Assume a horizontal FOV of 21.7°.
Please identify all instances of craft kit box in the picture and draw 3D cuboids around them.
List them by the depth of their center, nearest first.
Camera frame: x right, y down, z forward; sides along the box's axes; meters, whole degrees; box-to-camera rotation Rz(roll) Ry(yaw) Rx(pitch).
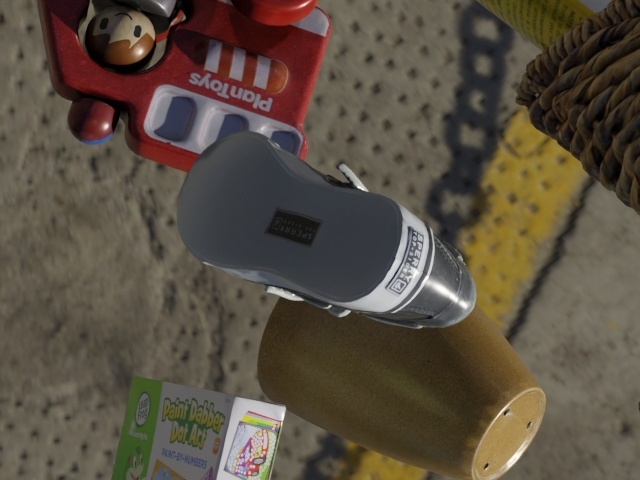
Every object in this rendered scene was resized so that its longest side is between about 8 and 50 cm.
[{"bbox_3d":[-0.127,0.251,1.473,0.061,0.250,0.246,18,81,-25],"label":"craft kit box"}]

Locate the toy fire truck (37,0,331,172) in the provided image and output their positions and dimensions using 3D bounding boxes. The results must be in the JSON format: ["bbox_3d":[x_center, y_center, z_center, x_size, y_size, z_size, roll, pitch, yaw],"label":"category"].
[{"bbox_3d":[-0.140,-0.193,1.673,0.302,0.254,0.169,18,154,-7],"label":"toy fire truck"}]

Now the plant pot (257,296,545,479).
[{"bbox_3d":[0.105,0.138,1.767,0.237,0.254,0.237,-34,142,-32],"label":"plant pot"}]

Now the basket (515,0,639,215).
[{"bbox_3d":[0.296,-0.055,0.896,0.299,0.223,0.213,30,102,-33],"label":"basket"}]

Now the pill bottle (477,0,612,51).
[{"bbox_3d":[0.233,-0.209,1.252,0.188,0.334,0.188,-35,151,-23],"label":"pill bottle"}]

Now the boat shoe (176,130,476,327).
[{"bbox_3d":[0.002,-0.004,1.255,0.105,0.306,0.113,30,81,-37],"label":"boat shoe"}]

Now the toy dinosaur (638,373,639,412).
[{"bbox_3d":[0.393,0.202,1.330,0.296,0.127,0.200,11,96,7],"label":"toy dinosaur"}]
